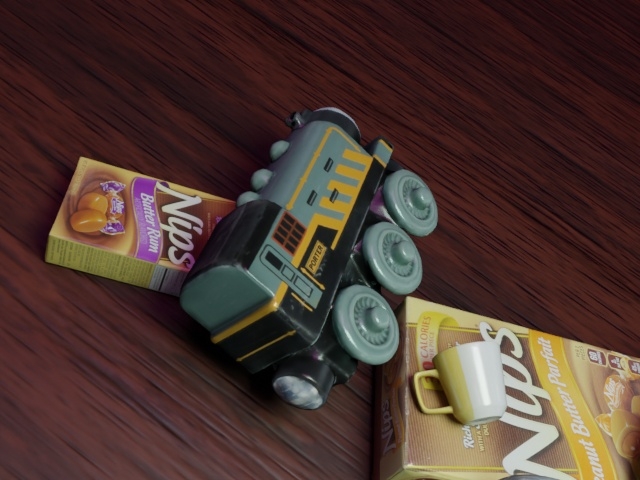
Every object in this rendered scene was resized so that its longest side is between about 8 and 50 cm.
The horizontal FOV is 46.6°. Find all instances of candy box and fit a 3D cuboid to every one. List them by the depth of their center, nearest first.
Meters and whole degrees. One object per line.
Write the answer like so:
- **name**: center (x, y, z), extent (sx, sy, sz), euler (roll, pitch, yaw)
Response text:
- **candy box**: center (0.213, 0.187, 0.752), extent (0.317, 0.087, 0.182), euler (16, 50, -13)
- **candy box**: center (-0.170, -0.008, 0.759), extent (0.187, 0.053, 0.109), euler (17, 49, -14)

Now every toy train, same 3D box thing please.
- **toy train**: center (0.000, 0.000, 0.742), extent (0.190, 0.142, 0.333), euler (43, 45, -19)

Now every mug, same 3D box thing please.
- **mug**: center (0.132, 0.133, 0.671), extent (0.062, 0.078, 0.064), euler (21, 51, -50)

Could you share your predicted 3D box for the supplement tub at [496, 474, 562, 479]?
- **supplement tub**: center (0.108, 0.330, 0.522), extent (0.316, 0.193, 0.193), euler (-29, 69, -37)
